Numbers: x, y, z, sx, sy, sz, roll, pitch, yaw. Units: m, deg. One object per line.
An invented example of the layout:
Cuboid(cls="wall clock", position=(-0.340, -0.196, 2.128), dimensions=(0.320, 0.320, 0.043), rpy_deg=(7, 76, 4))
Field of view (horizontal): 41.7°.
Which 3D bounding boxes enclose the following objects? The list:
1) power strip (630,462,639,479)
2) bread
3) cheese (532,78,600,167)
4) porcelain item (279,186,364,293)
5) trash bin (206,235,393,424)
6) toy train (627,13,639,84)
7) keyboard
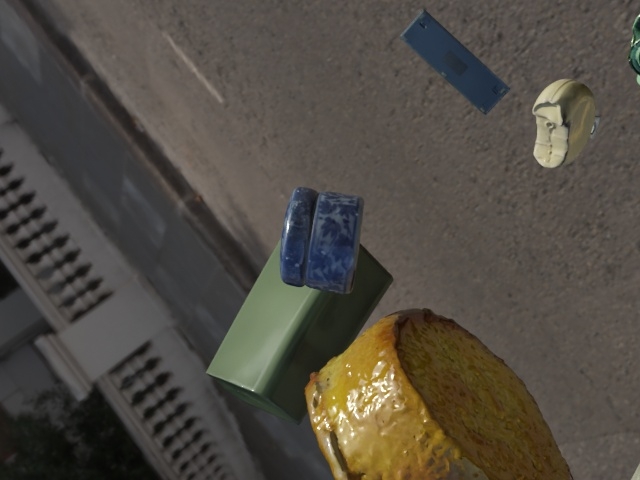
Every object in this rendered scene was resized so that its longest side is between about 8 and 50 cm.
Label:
Cuboid(cls="power strip", position=(0.389, 0.276, 0.666), dimensions=(0.338, 0.058, 0.098), rpy_deg=(24, 116, 17))
Cuboid(cls="bread", position=(0.158, 0.273, 1.188), dimensions=(0.398, 0.215, 0.398), rpy_deg=(35, -156, -18))
Cuboid(cls="cheese", position=(0.465, -0.228, 1.539), dimensions=(0.070, 0.248, 0.163), rpy_deg=(23, 127, 33))
Cuboid(cls="porcelain item", position=(0.000, 0.000, 1.225), dimensions=(0.114, 0.147, 0.147), rpy_deg=(9, 151, 1))
Cuboid(cls="trash bin", position=(-0.050, 0.158, 1.632), dimensions=(0.223, 0.343, 0.158), rpy_deg=(10, 150, 49))
Cuboid(cls="toy train", position=(0.783, -0.483, 1.667), dimensions=(0.272, 0.179, 0.442), rpy_deg=(13, 132, 12))
Cuboid(cls="keyboard", position=(0.201, -0.266, 1.257), dimensions=(0.176, 0.055, 0.014), rpy_deg=(41, -161, -3))
